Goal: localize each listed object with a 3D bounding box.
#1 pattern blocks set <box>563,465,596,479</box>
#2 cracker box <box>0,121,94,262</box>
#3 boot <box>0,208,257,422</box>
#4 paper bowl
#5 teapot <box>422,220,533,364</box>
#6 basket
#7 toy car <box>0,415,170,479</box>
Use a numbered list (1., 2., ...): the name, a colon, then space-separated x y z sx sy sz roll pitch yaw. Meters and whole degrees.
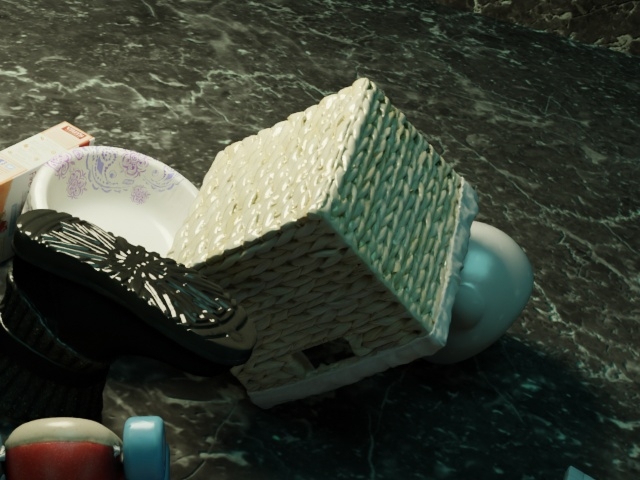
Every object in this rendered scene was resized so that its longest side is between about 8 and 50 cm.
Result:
1. pattern blocks set: 0.368 0.436 1.348 0.285 0.026 0.325 36 33 14
2. cracker box: -0.450 -0.070 1.585 0.067 0.156 0.232 28 35 15
3. boot: -0.259 0.140 1.281 0.348 0.260 0.131 27 23 18
4. paper bowl: -0.302 0.006 1.530 0.284 0.148 0.284 20 37 -16
5. teapot: 0.191 0.052 1.612 0.187 0.256 0.252 46 56 -16
6. basket: 0.000 0.000 1.435 0.266 0.328 0.331 49 37 -24
7. toy car: -0.276 0.325 1.119 0.219 0.210 0.238 -1 65 -6
